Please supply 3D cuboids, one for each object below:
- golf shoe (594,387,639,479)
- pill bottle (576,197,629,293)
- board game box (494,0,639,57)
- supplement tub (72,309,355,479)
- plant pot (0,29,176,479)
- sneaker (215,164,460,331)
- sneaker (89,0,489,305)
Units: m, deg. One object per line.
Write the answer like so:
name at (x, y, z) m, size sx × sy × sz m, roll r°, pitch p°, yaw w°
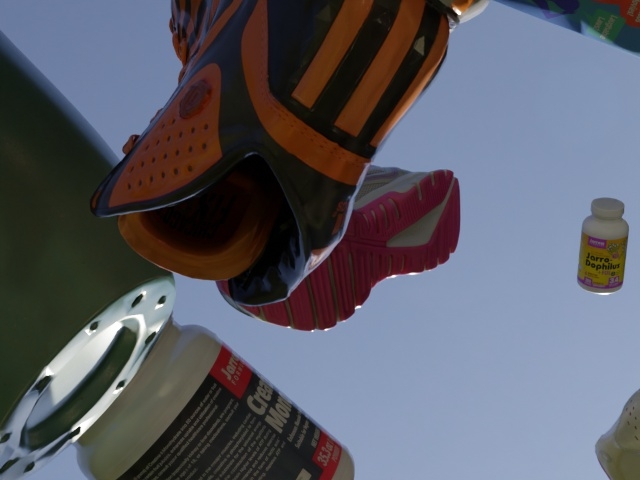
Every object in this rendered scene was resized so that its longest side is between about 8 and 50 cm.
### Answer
golf shoe at (0.380, 0.176, 1.462) m, size 0.306 × 0.115 × 0.140 m, roll 10°, pitch -43°, yaw -36°
pill bottle at (0.261, 0.004, 1.450) m, size 0.043 × 0.043 × 0.083 m, roll -16°, pitch -61°, yaw -32°
board game box at (0.208, -0.189, 1.018) m, size 0.210 × 0.160 × 0.047 m, roll 22°, pitch -119°, yaw 5°
supplement tub at (-0.118, 0.206, 1.565) m, size 0.272 × 0.191 × 0.191 m, roll 42°, pitch -106°, yaw -10°
plant pot at (-0.240, 0.022, 1.049) m, size 0.293 × 0.235 × 0.293 m, roll -48°, pitch -13°, yaw -15°
sneaker at (0.000, 0.000, 1.269) m, size 0.252 × 0.111 × 0.103 m, roll -17°, pitch -67°, yaw -45°
sneaker at (-0.051, -0.078, 0.756) m, size 0.124 × 0.321 × 0.180 m, roll 30°, pitch -90°, yaw -19°
